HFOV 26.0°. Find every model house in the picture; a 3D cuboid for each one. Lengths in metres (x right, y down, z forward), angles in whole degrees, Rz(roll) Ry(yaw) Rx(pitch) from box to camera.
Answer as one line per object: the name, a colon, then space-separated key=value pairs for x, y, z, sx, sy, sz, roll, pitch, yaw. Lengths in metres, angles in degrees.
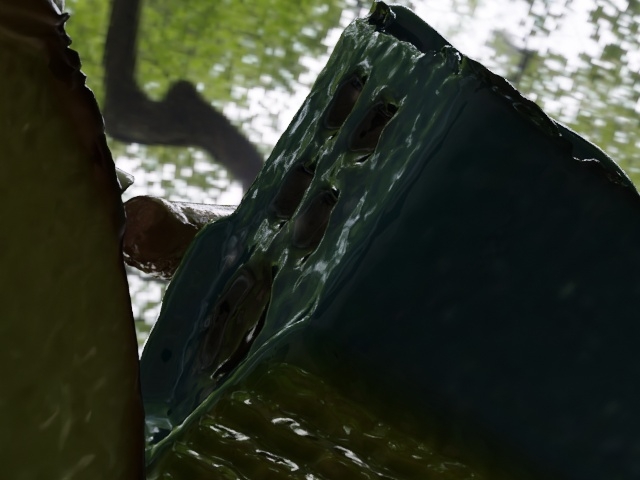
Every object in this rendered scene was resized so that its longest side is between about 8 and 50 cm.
model house: x=0.058 y=0.062 z=0.726 sx=0.303 sy=0.237 sz=0.215 roll=-56 pitch=-156 yaw=4

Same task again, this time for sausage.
sausage: x=-0.081 y=0.003 z=1.218 sx=0.078 sy=0.304 sz=0.078 roll=-2 pitch=-94 yaw=26

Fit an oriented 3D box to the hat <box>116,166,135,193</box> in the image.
hat: x=-0.335 y=-0.105 z=1.510 sx=0.275 sy=0.232 sz=0.161 roll=21 pitch=-79 yaw=-6

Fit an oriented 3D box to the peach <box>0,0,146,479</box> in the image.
peach: x=-0.192 y=0.065 z=0.430 sx=0.201 sy=0.257 sz=0.362 roll=12 pitch=-80 yaw=25

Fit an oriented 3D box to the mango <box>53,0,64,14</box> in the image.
mango: x=-0.425 y=-0.245 z=1.643 sx=0.262 sy=0.167 sz=0.130 roll=-34 pitch=-110 yaw=16
